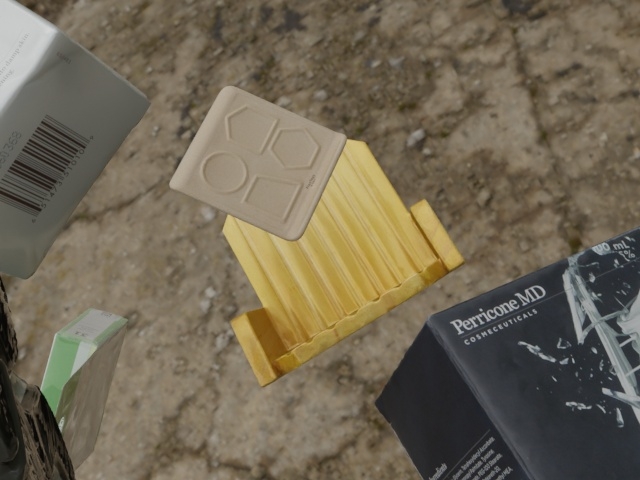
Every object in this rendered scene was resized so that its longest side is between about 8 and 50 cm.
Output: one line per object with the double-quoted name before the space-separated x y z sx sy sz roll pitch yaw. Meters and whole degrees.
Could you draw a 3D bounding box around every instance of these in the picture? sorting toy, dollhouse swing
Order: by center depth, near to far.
"sorting toy" -0.089 -0.112 1.332 0.208 0.038 0.193 22 66 5
"dollhouse swing" 0.000 0.000 1.446 0.346 0.305 0.315 -31 -5 4

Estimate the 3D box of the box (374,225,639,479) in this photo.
"box" 0.419 0.285 1.310 0.479 0.297 0.472 -20 62 -26

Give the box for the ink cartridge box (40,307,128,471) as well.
"ink cartridge box" -0.270 0.180 0.942 0.235 0.056 0.171 -63 -10 -80

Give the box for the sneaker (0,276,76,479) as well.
"sneaker" -0.261 0.099 0.407 0.257 0.448 0.169 -15 48 -15

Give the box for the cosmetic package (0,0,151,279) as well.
"cosmetic package" -0.380 -0.157 0.853 0.385 0.156 0.217 35 89 25
